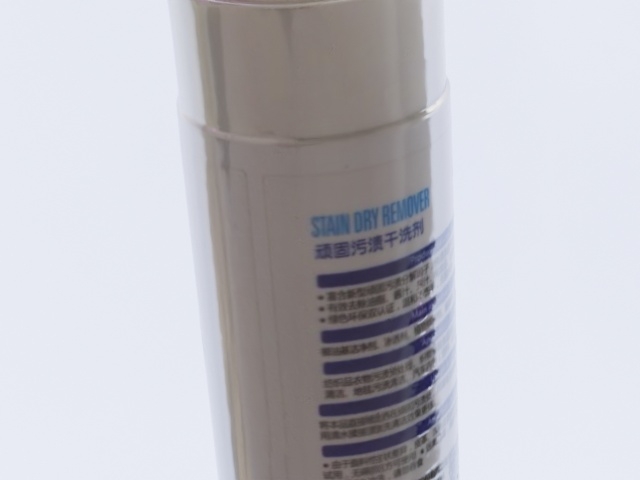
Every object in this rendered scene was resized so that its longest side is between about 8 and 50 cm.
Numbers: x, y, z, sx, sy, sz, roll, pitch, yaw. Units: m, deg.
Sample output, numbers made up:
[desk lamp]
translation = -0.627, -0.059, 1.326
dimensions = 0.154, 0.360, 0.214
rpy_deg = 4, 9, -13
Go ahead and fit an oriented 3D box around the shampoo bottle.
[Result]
[shampoo bottle]
translation = 0.000, 0.000, 0.483
dimensions = 0.092, 0.092, 0.303
rpy_deg = -2, -63, 7
